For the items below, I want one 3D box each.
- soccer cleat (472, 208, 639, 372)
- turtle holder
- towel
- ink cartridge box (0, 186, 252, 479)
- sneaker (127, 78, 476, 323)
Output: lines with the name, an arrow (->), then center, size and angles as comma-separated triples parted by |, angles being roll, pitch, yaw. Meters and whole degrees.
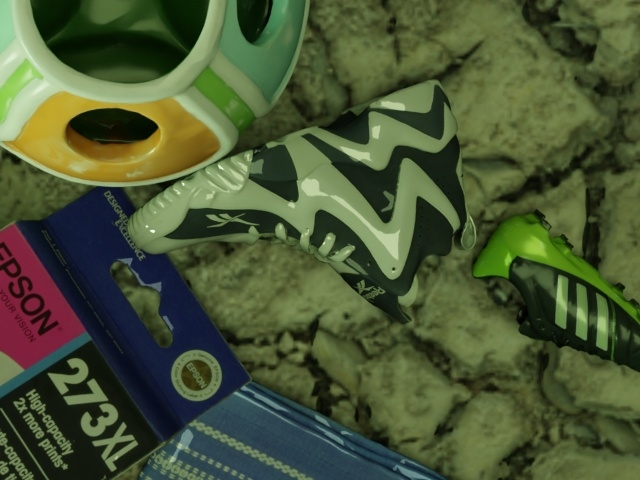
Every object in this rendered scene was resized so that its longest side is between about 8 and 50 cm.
soccer cleat -> 0.187, 0.055, 1.046 | 0.179, 0.060, 0.072 | 41, 101, -5
turtle holder -> -0.105, -0.187, 0.877 | 0.243, 0.227, 0.320 | 30, 94, -11
towel -> -0.056, 0.281, 1.055 | 0.243, 0.040, 0.336 | 29, 94, -10
ink cartridge box -> -0.232, 0.116, 0.920 | 0.371, 0.069, 0.175 | -34, 88, -22
sneaker -> 0.000, 0.000, 0.986 | 0.235, 0.094, 0.153 | -23, 94, -16
